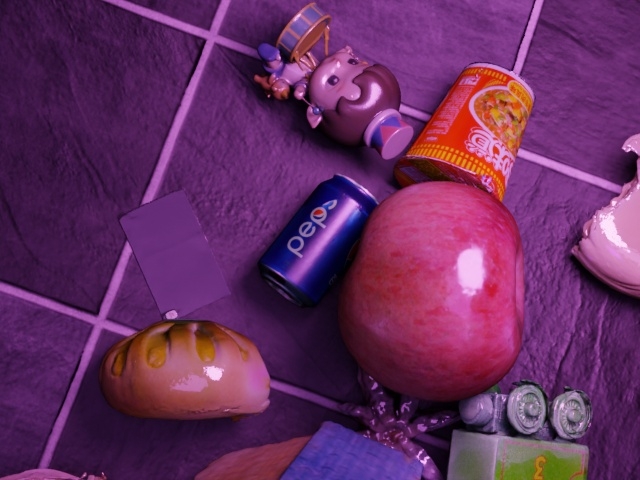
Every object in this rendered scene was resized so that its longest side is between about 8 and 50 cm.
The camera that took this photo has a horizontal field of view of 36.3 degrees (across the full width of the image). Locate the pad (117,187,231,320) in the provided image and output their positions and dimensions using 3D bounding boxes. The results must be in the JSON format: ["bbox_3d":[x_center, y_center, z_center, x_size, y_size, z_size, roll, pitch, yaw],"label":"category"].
[{"bbox_3d":[-0.234,0.023,1.558,0.116,0.004,0.193,-24,84,-9],"label":"pad"}]

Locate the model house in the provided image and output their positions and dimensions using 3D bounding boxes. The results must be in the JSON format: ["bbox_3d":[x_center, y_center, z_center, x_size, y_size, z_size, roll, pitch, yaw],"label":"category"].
[{"bbox_3d":[0.000,0.480,1.318,0.343,0.334,0.382,-15,96,17],"label":"model house"}]

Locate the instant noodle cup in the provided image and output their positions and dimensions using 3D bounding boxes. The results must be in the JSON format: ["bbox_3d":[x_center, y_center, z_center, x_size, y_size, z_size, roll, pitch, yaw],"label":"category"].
[{"bbox_3d":[0.244,-0.163,1.553,0.193,0.193,0.212,29,72,-1],"label":"instant noodle cup"}]

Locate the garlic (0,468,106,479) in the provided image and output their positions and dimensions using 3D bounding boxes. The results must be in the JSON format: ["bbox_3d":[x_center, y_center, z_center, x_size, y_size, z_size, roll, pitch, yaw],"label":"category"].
[{"bbox_3d":[-0.416,0.451,1.379,0.292,0.210,0.237,-25,92,-17],"label":"garlic"}]

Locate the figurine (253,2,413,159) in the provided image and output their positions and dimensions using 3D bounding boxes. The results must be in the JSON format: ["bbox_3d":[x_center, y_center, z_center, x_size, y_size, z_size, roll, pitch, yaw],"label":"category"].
[{"bbox_3d":[0.034,-0.242,1.544,0.275,0.158,0.161,39,59,1],"label":"figurine"}]

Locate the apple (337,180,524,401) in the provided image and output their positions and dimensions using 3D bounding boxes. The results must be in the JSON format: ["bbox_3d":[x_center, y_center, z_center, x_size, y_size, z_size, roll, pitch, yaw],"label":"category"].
[{"bbox_3d":[0.157,0.070,1.424,0.269,0.345,0.344,0,81,16],"label":"apple"}]

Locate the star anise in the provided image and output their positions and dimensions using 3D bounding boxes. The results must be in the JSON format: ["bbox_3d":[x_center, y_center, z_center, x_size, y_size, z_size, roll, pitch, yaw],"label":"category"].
[{"bbox_3d":[0.112,0.301,1.509,0.229,0.093,0.236,40,78,1],"label":"star anise"}]

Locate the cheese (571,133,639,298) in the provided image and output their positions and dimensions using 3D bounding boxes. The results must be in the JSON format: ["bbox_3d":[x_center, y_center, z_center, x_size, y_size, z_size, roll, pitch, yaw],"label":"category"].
[{"bbox_3d":[0.541,-0.037,1.585,0.233,0.127,0.266,36,79,0],"label":"cheese"}]

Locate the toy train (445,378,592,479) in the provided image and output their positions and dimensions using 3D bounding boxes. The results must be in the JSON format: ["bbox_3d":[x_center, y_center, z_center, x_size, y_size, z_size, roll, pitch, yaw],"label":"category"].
[{"bbox_3d":[0.305,0.306,1.480,0.243,0.132,0.188,12,81,-35],"label":"toy train"}]

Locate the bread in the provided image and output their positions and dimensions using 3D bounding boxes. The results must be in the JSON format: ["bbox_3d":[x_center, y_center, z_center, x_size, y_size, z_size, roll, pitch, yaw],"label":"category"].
[{"bbox_3d":[-0.205,0.193,1.459,0.261,0.156,0.158,1,83,-6],"label":"bread"}]

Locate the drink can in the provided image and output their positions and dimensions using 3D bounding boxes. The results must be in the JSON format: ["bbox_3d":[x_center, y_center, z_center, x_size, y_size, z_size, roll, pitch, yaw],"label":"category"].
[{"bbox_3d":[0.000,0.000,1.528,0.118,0.118,0.205,37,81,0],"label":"drink can"}]
